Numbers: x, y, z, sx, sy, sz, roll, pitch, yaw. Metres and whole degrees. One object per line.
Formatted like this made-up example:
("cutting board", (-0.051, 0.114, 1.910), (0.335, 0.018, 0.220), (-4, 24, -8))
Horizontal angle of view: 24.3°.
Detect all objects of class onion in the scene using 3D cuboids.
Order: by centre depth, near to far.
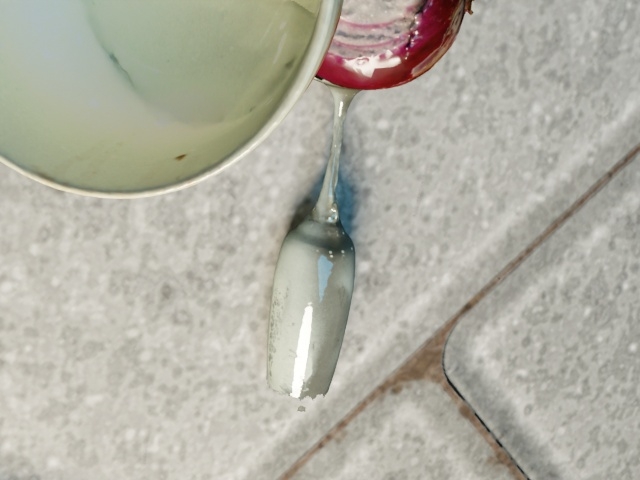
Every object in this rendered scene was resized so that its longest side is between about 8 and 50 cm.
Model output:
("onion", (0.013, -0.190, 1.005), (0.135, 0.198, 0.173), (11, 91, -71))

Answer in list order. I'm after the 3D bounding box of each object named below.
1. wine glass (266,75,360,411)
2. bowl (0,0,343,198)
("wine glass", (0.000, 0.000, 1.102), (0.074, 0.074, 0.262), (-2, 113, -26))
("bowl", (-0.104, -0.171, 0.897), (0.277, 0.145, 0.277), (4, 102, 18))
